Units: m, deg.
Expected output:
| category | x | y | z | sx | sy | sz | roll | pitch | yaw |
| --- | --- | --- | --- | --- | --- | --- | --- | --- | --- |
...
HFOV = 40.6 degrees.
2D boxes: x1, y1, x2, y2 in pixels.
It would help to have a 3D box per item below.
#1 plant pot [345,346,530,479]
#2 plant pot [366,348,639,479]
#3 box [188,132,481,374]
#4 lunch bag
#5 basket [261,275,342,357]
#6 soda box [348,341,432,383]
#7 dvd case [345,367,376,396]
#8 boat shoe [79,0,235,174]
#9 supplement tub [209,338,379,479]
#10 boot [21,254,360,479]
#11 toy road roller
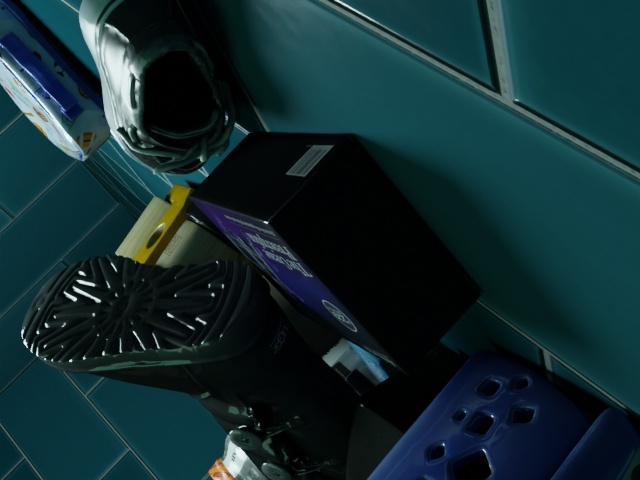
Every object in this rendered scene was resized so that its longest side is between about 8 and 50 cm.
| category | x | y | z | sx | sy | sz | roll | pitch | yaw |
| --- | --- | --- | --- | --- | --- | --- | --- | --- | --- |
| plant pot | 0.139 | 0.229 | 0.933 | 0.187 | 0.188 | 0.167 | 27 | 136 | 51 |
| plant pot | 0.194 | 0.264 | 0.748 | 0.236 | 0.236 | 0.212 | 49 | 163 | -21 |
| box | 0.000 | 0.000 | 0.801 | 0.184 | 0.103 | 0.261 | 45 | 170 | -20 |
| lunch bag | -0.475 | -0.272 | 1.507 | 0.303 | 0.115 | 0.243 | 47 | 167 | -10 |
| basket | -0.071 | 0.140 | 1.257 | 0.154 | 0.227 | 0.204 | 47 | 170 | -11 |
| soda box | 0.110 | 0.166 | 1.110 | 0.071 | 0.067 | 0.210 | 35 | 165 | 41 |
| dvd case | 0.123 | 0.269 | 1.209 | 0.179 | 0.029 | 0.238 | 39 | 171 | 22 |
| boat shoe | -0.131 | -0.119 | 0.795 | 0.105 | 0.113 | 0.306 | 56 | 164 | 17 |
| supplement tub | -0.021 | 0.336 | 1.522 | 0.207 | 0.338 | 0.207 | 43 | 169 | 11 |
| boot | -0.110 | 0.205 | 1.085 | 0.367 | 0.146 | 0.445 | 1 | 144 | 37 |
| toy road roller | -0.194 | 0.053 | 1.487 | 0.240 | 0.202 | 0.329 | 37 | 172 | -26 |
